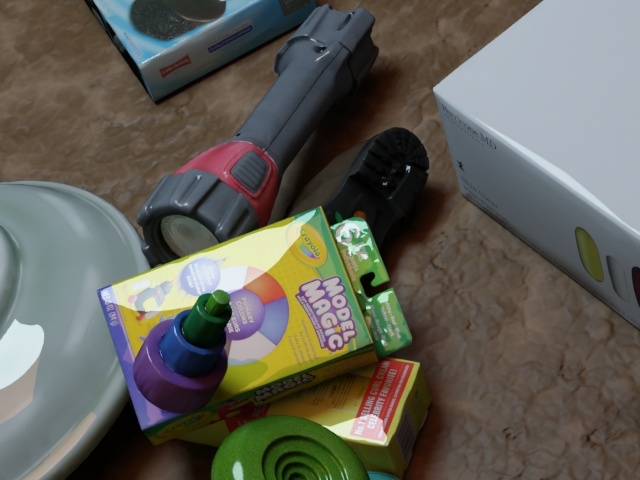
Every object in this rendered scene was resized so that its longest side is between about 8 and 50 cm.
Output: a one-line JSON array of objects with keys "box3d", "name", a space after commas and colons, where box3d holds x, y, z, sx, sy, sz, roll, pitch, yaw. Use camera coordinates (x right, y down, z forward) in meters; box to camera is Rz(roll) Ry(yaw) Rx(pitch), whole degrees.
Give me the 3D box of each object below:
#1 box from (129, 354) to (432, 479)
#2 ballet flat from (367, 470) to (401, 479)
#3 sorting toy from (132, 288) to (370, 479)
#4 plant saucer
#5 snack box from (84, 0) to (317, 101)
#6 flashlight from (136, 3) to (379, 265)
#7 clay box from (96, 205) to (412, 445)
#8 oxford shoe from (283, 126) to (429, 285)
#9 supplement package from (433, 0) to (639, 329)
[{"box3d": [-0.034, 0.128, 1.513, 0.232, 0.058, 0.087, 10, 55, 23], "name": "box"}, {"box3d": [-0.025, 0.240, 1.399, 0.077, 0.077, 0.231, 39, 39, 28], "name": "ballet flat"}, {"box3d": [0.017, 0.168, 1.334, 0.365, 0.126, 0.127, 45, 45, 13], "name": "sorting toy"}, {"box3d": [-0.336, 0.080, 1.579, 0.400, 0.100, 0.400, -14, 46, 15], "name": "plant saucer"}, {"box3d": [-0.157, -0.291, 1.883, 0.187, 0.060, 0.322, -29, 50, -8], "name": "snack box"}, {"box3d": [-0.049, -0.087, 1.644, 0.103, 0.103, 0.304, 11, 43, 22], "name": "flashlight"}, {"box3d": [-0.051, 0.061, 1.478, 0.222, 0.053, 0.127, -21, 67, 0], "name": "clay box"}, {"box3d": [0.000, 0.000, 1.596, 0.227, 0.083, 0.096, -47, 19, -30], "name": "oxford shoe"}, {"box3d": [0.260, -0.075, 1.534, 0.204, 0.145, 0.262, -39, 52, -15], "name": "supplement package"}]
